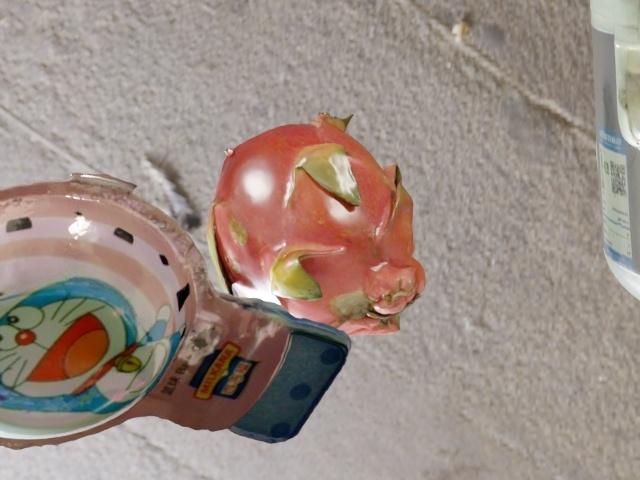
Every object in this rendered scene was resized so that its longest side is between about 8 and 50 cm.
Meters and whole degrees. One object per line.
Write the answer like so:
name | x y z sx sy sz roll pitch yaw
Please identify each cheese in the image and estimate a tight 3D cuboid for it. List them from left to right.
cheese | -0.117 0.054 0.689 0.286 0.074 0.189 19 117 -29

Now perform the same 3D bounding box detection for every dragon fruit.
dragon fruit | -0.004 -0.003 1.227 0.224 0.227 0.224 -17 159 -7

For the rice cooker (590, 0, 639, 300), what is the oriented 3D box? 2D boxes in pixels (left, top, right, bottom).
rice cooker | 0.315 -0.094 0.811 0.289 0.288 0.276 -3 108 16
